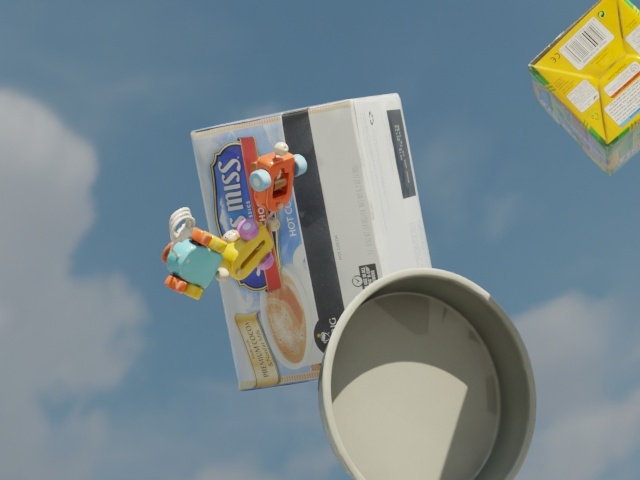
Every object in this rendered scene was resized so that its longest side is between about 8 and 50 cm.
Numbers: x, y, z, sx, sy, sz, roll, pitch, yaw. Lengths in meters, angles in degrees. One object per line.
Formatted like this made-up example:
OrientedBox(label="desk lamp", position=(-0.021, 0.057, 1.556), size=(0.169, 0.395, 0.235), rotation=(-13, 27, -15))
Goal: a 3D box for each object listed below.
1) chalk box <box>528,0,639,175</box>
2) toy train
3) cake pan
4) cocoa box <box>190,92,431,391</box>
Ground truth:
OrientedBox(label="chalk box", position=(0.328, -0.167, 2.019), size=(0.132, 0.132, 0.213), rotation=(-43, -14, 2))
OrientedBox(label="toy train", position=(-0.086, -0.020, 1.601), size=(0.166, 0.046, 0.125), rotation=(-28, -47, -39))
OrientedBox(label="cake pan", position=(0.118, 0.179, 2.094), size=(0.293, 0.293, 0.054), rotation=(10, -14, -29))
OrientedBox(label="cocoa box", position=(0.000, 0.000, 2.347), size=(0.228, 0.347, 0.231), rotation=(-10, 2, 19))
